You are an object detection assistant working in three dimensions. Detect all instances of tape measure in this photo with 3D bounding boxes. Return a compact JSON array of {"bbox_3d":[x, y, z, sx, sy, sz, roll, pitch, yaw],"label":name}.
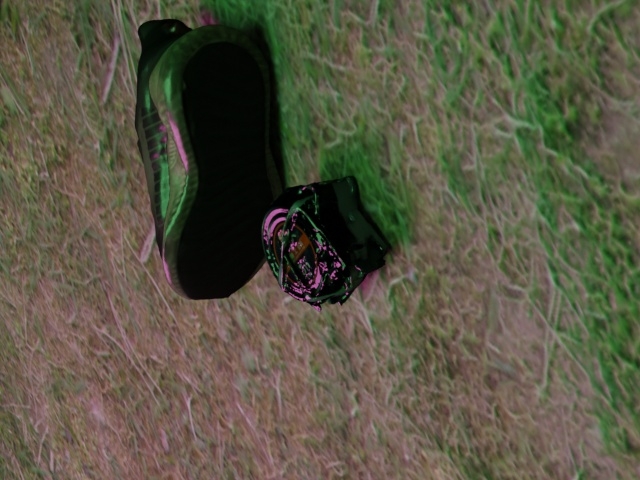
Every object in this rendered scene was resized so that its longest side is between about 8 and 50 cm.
[{"bbox_3d":[-0.001,0.000,1.384,0.094,0.054,0.091,-40,74,55],"label":"tape measure"}]

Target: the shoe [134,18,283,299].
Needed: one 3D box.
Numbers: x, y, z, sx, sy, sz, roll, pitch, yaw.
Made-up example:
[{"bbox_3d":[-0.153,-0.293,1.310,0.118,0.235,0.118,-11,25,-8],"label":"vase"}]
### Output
[{"bbox_3d":[-0.093,-0.067,1.463,0.112,0.099,0.227,45,142,48],"label":"shoe"}]
